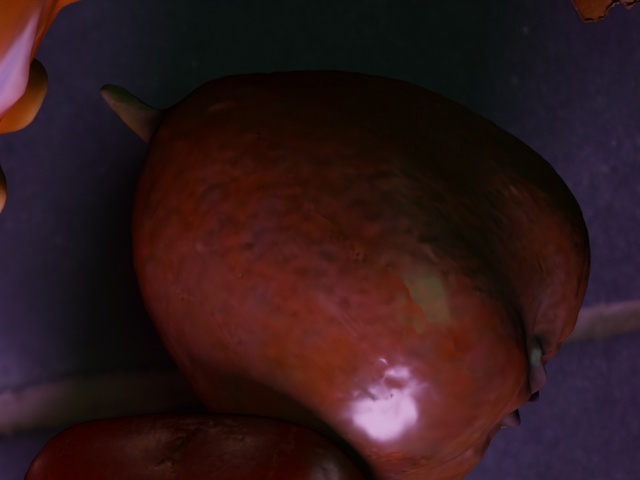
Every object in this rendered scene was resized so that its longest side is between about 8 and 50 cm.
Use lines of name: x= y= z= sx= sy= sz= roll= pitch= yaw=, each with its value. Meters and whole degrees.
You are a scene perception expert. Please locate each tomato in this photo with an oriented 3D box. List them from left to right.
tomato: x=-0.056 y=0.163 z=0.673 sx=0.082 sy=0.166 sz=0.174 roll=-61 pitch=147 yaw=-61

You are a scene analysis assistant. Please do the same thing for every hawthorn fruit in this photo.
hawthorn fruit: x=0.000 y=0.000 z=0.740 sx=0.251 sy=0.199 sz=0.199 roll=40 pitch=66 yaw=4

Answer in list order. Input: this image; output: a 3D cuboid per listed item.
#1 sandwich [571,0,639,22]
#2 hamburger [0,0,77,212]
sandwich: x=0.152 y=-0.204 z=0.889 sx=0.058 sy=0.193 sz=0.162 roll=-30 pitch=129 yaw=-29
hamburger: x=-0.221 y=-0.101 z=0.537 sx=0.277 sy=0.396 sz=0.395 roll=29 pitch=70 yaw=-16
